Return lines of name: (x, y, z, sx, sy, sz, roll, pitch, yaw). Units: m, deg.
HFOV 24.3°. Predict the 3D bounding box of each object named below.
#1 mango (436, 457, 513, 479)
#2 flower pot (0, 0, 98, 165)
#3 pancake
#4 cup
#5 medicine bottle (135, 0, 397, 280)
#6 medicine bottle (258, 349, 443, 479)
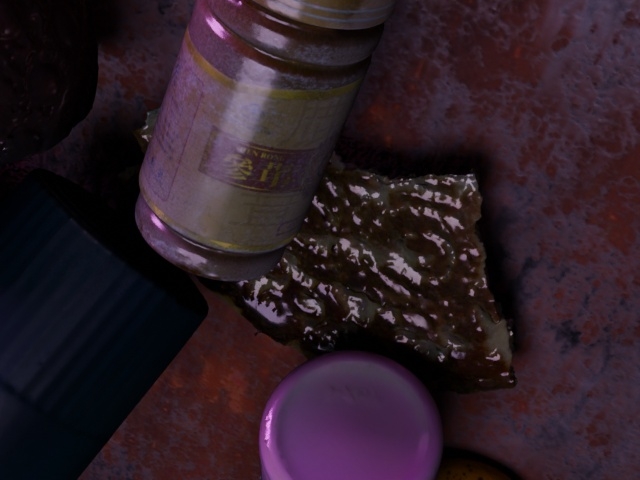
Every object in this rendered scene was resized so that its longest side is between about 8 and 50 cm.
mango: (0.166, 0.275, 1.609, 0.114, 0.057, 0.079, 17, 128, 12)
flower pot: (-0.323, -0.236, 1.289, 0.266, 0.266, 0.267, 18, 125, 15)
pancake: (0.001, 0.004, 1.448, 0.427, 0.067, 0.305, 16, 134, 17)
cup: (-0.264, 0.118, 1.486, 0.308, 0.292, 0.242, 36, -175, -40)
medicine bottle: (-0.048, -0.128, 1.240, 0.151, 0.151, 0.322, 27, 125, 6)
medicine bottle: (0.027, 0.243, 1.520, 0.178, 0.178, 0.290, 24, 156, 10)
